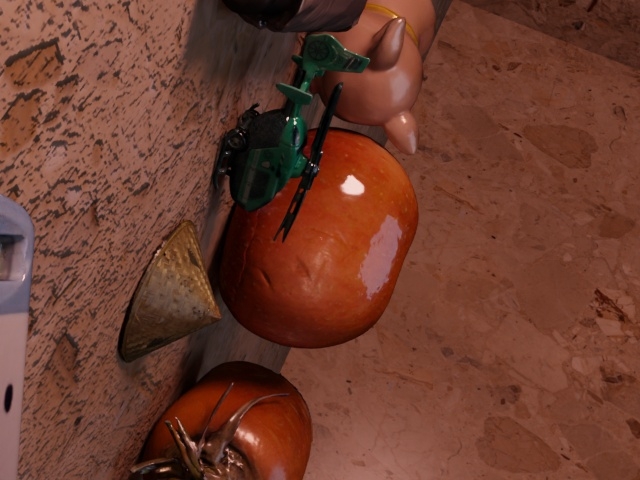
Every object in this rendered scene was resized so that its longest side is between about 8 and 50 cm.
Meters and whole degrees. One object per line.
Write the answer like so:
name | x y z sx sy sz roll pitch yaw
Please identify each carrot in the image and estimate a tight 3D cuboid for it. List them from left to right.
carrot | -0.113 0.271 1.059 0.214 0.193 0.331 -30 -178 18

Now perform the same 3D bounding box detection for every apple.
apple | 0.000 0.000 1.026 0.251 0.206 0.271 100 13 -81

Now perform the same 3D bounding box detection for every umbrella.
umbrella | -0.014 -0.214 0.717 0.337 0.067 0.073 -48 150 -71

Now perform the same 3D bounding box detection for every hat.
hat | -0.122 0.059 0.786 0.146 0.067 0.146 23 90 -84

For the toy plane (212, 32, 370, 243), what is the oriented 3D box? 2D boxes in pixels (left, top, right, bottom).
toy plane | -0.037 -0.097 0.797 0.060 0.096 0.235 -61 176 -50

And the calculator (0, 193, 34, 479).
calculator | -0.159 0.066 0.341 0.121 0.039 0.210 26 68 -85

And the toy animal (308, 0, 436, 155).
toy animal | 0.065 -0.233 1.020 0.248 0.149 0.165 -82 152 -45
